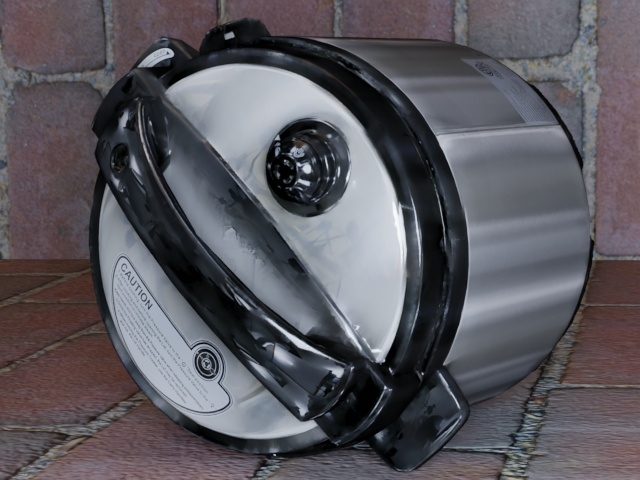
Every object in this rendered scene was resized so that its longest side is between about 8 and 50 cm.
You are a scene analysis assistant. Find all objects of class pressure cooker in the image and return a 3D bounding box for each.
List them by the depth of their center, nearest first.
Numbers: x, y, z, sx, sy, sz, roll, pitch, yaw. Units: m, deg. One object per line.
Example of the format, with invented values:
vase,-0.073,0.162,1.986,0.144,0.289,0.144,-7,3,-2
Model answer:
pressure cooker,0.003,-0.005,1.540,0.370,0.375,0.420,6,8,32
